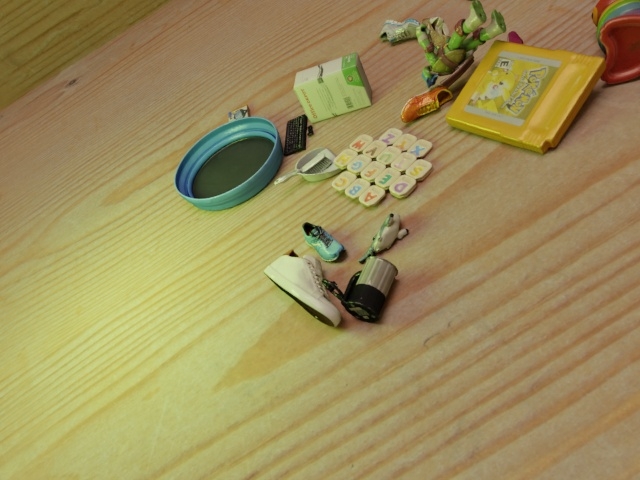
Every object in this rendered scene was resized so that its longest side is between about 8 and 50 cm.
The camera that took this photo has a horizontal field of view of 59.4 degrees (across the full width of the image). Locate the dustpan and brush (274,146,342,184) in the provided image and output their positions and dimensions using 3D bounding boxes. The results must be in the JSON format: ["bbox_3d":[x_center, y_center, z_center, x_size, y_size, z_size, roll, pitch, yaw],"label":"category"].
[{"bbox_3d":[-0.043,-0.216,1.716,0.211,0.060,0.147,-35,44,-4],"label":"dustpan and brush"}]

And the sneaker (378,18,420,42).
[{"bbox_3d":[0.285,-0.738,2.007,0.190,0.071,0.083,21,71,49],"label":"sneaker"}]

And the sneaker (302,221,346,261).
[{"bbox_3d":[0.000,0.000,1.489,0.063,0.073,0.162,-45,45,-14],"label":"sneaker"}]

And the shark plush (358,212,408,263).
[{"bbox_3d":[0.159,-0.001,1.441,0.161,0.073,0.067,-61,27,-1],"label":"shark plush"}]

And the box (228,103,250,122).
[{"bbox_3d":[-0.302,-0.449,2.095,0.081,0.028,0.136,-22,43,10],"label":"box"}]

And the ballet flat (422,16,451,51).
[{"bbox_3d":[0.402,-0.715,1.905,0.067,0.073,0.206,-57,35,40],"label":"ballet flat"}]

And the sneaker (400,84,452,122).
[{"bbox_3d":[0.317,-0.411,1.688,0.175,0.064,0.067,-35,40,-4],"label":"sneaker"}]

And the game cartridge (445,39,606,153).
[{"bbox_3d":[0.541,-0.396,1.511,0.323,0.052,0.285,30,85,43],"label":"game cartridge"}]

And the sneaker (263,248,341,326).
[{"bbox_3d":[-0.027,0.101,1.390,0.123,0.106,0.290,-45,44,-10],"label":"sneaker"}]

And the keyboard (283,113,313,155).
[{"bbox_3d":[-0.072,-0.362,1.893,0.108,0.023,0.180,-14,47,17],"label":"keyboard"}]

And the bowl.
[{"bbox_3d":[-0.304,-0.257,1.888,0.390,0.077,0.391,-16,45,16],"label":"bowl"}]

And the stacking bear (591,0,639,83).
[{"bbox_3d":[0.812,-0.576,1.504,0.164,0.175,0.289,-8,41,20],"label":"stacking bear"}]

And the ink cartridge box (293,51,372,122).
[{"bbox_3d":[0.042,-0.501,1.853,0.219,0.160,0.093,-12,46,19],"label":"ink cartridge box"}]

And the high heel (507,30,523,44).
[{"bbox_3d":[0.611,-0.536,1.626,0.117,0.082,0.244,-11,47,18],"label":"high heel"}]

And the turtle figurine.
[{"bbox_3d":[0.390,-0.607,1.650,0.266,0.197,0.275,-29,28,50],"label":"turtle figurine"}]

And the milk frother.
[{"bbox_3d":[0.089,0.095,1.306,0.129,0.143,0.135,3,53,36],"label":"milk frother"}]

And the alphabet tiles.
[{"bbox_3d":[0.175,-0.219,1.609,0.278,0.021,0.284,-44,50,-16],"label":"alphabet tiles"}]
